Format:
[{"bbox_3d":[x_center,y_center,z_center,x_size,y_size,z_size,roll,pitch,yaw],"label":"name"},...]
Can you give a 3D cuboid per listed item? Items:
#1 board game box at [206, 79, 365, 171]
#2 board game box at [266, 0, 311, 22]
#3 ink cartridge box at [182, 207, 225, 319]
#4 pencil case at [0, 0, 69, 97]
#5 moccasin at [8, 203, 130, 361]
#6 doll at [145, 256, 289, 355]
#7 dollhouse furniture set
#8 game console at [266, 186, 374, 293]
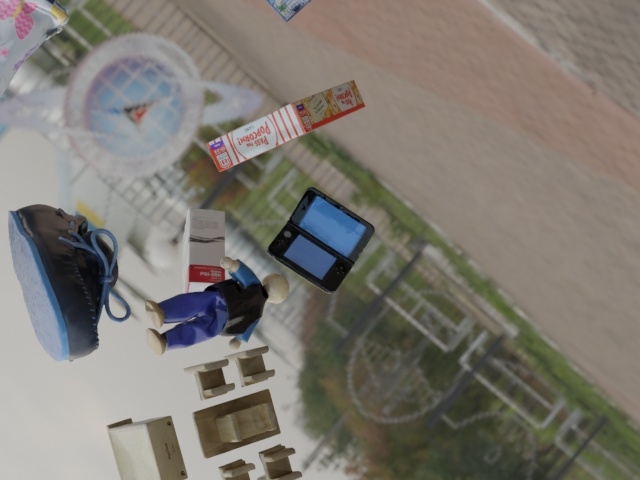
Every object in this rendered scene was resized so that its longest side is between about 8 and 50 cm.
[{"bbox_3d":[-0.044,-0.158,1.655,0.193,0.146,0.045,-32,-81,-59],"label":"board game box"},{"bbox_3d":[-0.091,-0.425,1.694,0.194,0.060,0.194,41,-152,-24],"label":"board game box"},{"bbox_3d":[-0.171,0.035,1.785,0.056,0.135,0.099,4,144,-10],"label":"ink cartridge box"},{"bbox_3d":[-0.502,-0.279,1.840,0.124,0.273,0.113,36,-176,-45],"label":"pencil case"},{"bbox_3d":[-0.296,0.026,1.448,0.342,0.116,0.138,-128,36,-56],"label":"moccasin"},{"bbox_3d":[-0.116,0.077,1.458,0.046,0.189,0.129,32,129,48],"label":"doll"},{"bbox_3d":[-0.184,0.301,1.898,0.161,0.242,0.212,-19,85,57],"label":"dollhouse furniture set"},{"bbox_3d":[0.000,0.000,1.823,0.122,0.107,0.071,33,139,5],"label":"game console"}]
